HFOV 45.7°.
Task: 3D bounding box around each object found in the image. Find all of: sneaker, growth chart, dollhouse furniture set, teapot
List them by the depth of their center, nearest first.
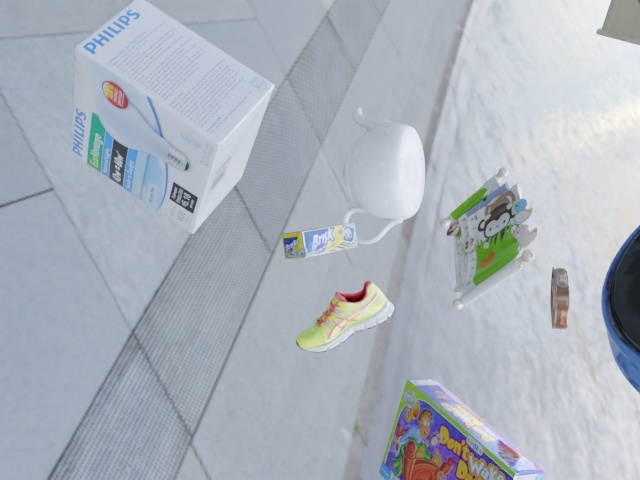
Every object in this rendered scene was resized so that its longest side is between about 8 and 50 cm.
[{"bbox_3d":[0.242,-0.008,1.108,0.021,0.172,0.237,31,34,-18],"label":"growth chart"},{"bbox_3d":[0.726,-0.456,1.451,0.303,0.286,0.198,-11,122,-47],"label":"dollhouse furniture set"},{"bbox_3d":[0.037,0.148,1.530,0.094,0.209,0.081,61,1,-21],"label":"sneaker"},{"bbox_3d":[0.137,-0.161,1.851,0.256,0.187,0.252,-61,143,-47],"label":"teapot"}]

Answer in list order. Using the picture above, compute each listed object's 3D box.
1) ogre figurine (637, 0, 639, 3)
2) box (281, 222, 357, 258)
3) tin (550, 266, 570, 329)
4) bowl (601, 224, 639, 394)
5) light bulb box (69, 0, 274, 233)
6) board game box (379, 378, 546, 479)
[{"bbox_3d":[0.428,-0.322,0.927,0.097,0.197,0.118,-47,113,-17],"label":"ogre figurine"},{"bbox_3d":[0.000,0.000,1.564,0.169,0.059,0.054,-12,95,-48],"label":"box"},{"bbox_3d":[0.549,0.132,1.742,0.189,0.040,0.106,-60,154,-62],"label":"tin"},{"bbox_3d":[0.501,0.037,0.835,0.077,0.391,0.391,51,32,-23],"label":"bowl"},{"bbox_3d":[-0.343,-0.269,1.690,0.361,0.358,0.225,33,54,3],"label":"light bulb box"},{"bbox_3d":[0.266,0.460,1.513,0.078,0.233,0.347,6,16,-31],"label":"board game box"}]
